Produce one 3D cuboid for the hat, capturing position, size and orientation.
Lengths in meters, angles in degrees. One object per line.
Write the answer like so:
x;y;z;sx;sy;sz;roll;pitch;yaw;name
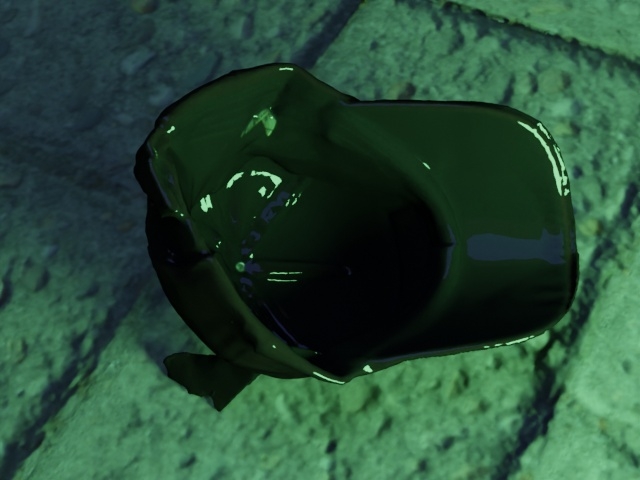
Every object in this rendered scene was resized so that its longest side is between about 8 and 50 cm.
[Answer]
0.016;0.009;1.065;0.336;0.209;0.238;4;72;-13;hat
